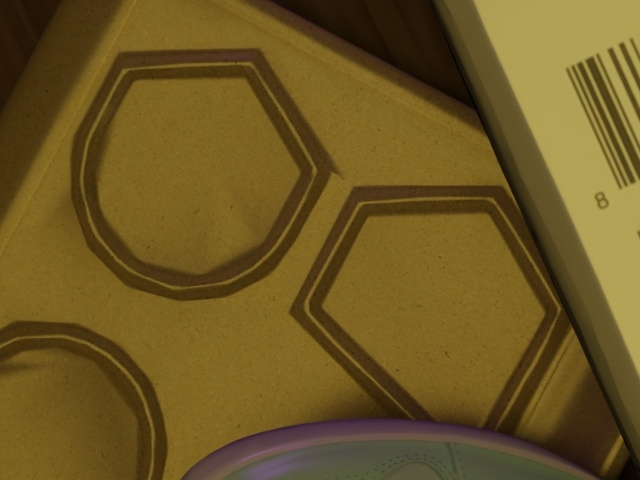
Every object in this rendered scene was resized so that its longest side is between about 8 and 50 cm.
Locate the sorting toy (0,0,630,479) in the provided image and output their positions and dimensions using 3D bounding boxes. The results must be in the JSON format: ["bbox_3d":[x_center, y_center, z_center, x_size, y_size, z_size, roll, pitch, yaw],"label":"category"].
[{"bbox_3d":[0.000,0.000,0.500,0.229,0.041,0.307,29,93,12],"label":"sorting toy"}]

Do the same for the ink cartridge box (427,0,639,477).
[{"bbox_3d":[0.123,-0.103,0.399,0.211,0.121,0.289,-23,83,7],"label":"ink cartridge box"}]

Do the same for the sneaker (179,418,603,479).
[{"bbox_3d":[0.075,0.118,0.384,0.256,0.151,0.094,20,94,1],"label":"sneaker"}]
